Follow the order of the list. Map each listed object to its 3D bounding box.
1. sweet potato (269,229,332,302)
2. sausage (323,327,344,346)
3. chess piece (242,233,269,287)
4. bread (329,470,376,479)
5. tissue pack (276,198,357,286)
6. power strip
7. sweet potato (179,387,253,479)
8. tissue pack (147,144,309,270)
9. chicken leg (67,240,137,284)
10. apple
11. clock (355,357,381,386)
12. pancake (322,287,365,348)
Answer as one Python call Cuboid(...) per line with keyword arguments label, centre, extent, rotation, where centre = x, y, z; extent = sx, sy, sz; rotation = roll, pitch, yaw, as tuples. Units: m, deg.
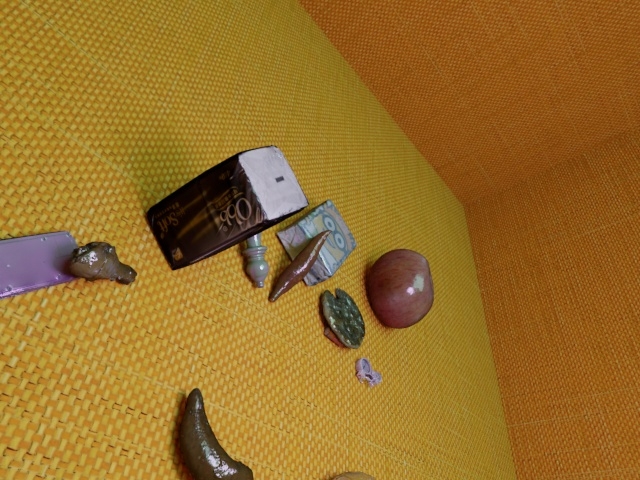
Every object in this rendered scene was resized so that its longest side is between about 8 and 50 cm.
Cuboid(label="sweet potato", centre=(-0.061, 0.085, 1.491), extent=(0.314, 0.066, 0.072), rotation=(-47, 116, -16))
Cuboid(label="sausage", centre=(0.055, 0.352, 1.613), extent=(0.107, 0.031, 0.031), rotation=(45, 37, -29))
Cuboid(label="chess piece", centre=(-0.208, 0.013, 1.398), extent=(0.139, 0.139, 0.272), rotation=(-2, 82, -56))
Cuboid(label="bread", centre=(0.092, 0.771, 1.288), extent=(0.236, 0.120, 0.198), rotation=(26, 50, -46))
Cuboid(label="tissue pack", centre=(0.000, 0.000, 1.691), extent=(0.228, 0.128, 0.311), rotation=(60, 30, -7))
Cuboid(label="power strip", centre=(-0.590, 0.051, 0.862), extent=(0.279, 0.037, 0.109), rotation=(-19, 85, -59))
Cuboid(label="sweet potato", centre=(-0.239, 0.496, 1.016), extent=(0.310, 0.098, 0.124), rotation=(59, 11, -5))
Cuboid(label="tissue pack", centre=(-0.241, -0.088, 1.162), extent=(0.210, 0.370, 0.198), rotation=(-25, 90, -58))
Cuboid(label="chicken leg", centre=(-0.459, 0.056, 0.980), extent=(0.198, 0.069, 0.085), rotation=(58, 28, -68))
Cuboid(label="apple", centre=(0.365, 0.202, 1.950), extent=(0.344, 0.269, 0.345), rotation=(37, 40, -39))
Cuboid(label="clock", centre=(0.179, 0.499, 1.683), extent=(0.129, 0.041, 0.087), rotation=(45, 32, -20))
Cuboid(label="pancake", centre=(0.088, 0.288, 1.675), extent=(0.253, 0.037, 0.254), rotation=(43, 29, -31))
